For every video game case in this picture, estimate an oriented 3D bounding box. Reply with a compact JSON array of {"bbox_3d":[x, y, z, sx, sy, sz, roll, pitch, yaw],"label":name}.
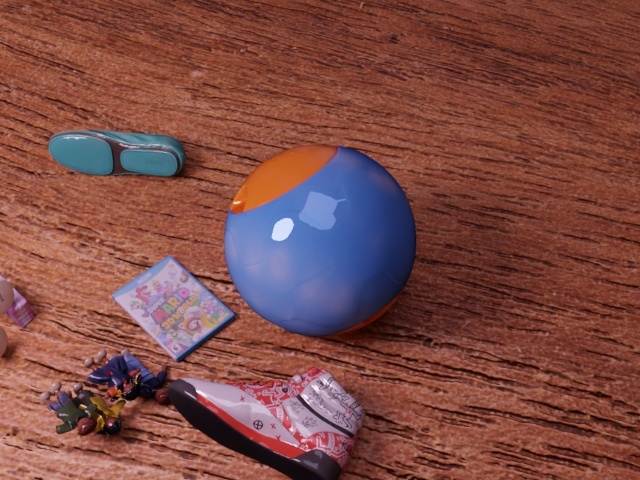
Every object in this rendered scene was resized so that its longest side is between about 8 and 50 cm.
[{"bbox_3d":[-0.235,0.105,1.322,0.119,0.015,0.166,-37,60,-27],"label":"video game case"}]

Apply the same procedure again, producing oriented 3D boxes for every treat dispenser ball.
[{"bbox_3d":[0.000,0.000,1.242,0.288,0.288,0.288,1,50,-1],"label":"treat dispenser ball"}]

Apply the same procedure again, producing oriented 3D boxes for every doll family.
[{"bbox_3d":[-0.296,0.223,1.187,0.111,0.076,0.193,30,52,26],"label":"doll family"}]

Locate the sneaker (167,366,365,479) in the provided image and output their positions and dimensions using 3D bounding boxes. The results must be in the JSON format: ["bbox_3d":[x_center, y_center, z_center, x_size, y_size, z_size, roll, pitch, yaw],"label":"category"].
[{"bbox_3d":[-0.070,0.232,1.178,0.270,0.090,0.145,25,53,13],"label":"sneaker"}]

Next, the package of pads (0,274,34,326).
[{"bbox_3d":[-0.487,0.093,1.300,0.083,0.050,0.032,37,58,25],"label":"package of pads"}]

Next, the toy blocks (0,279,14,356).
[{"bbox_3d":[-0.544,0.114,1.265,0.148,0.054,0.123,4,84,28],"label":"toy blocks"}]

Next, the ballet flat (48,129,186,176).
[{"bbox_3d":[-0.363,-0.162,1.508,0.247,0.083,0.087,7,26,3],"label":"ballet flat"}]
